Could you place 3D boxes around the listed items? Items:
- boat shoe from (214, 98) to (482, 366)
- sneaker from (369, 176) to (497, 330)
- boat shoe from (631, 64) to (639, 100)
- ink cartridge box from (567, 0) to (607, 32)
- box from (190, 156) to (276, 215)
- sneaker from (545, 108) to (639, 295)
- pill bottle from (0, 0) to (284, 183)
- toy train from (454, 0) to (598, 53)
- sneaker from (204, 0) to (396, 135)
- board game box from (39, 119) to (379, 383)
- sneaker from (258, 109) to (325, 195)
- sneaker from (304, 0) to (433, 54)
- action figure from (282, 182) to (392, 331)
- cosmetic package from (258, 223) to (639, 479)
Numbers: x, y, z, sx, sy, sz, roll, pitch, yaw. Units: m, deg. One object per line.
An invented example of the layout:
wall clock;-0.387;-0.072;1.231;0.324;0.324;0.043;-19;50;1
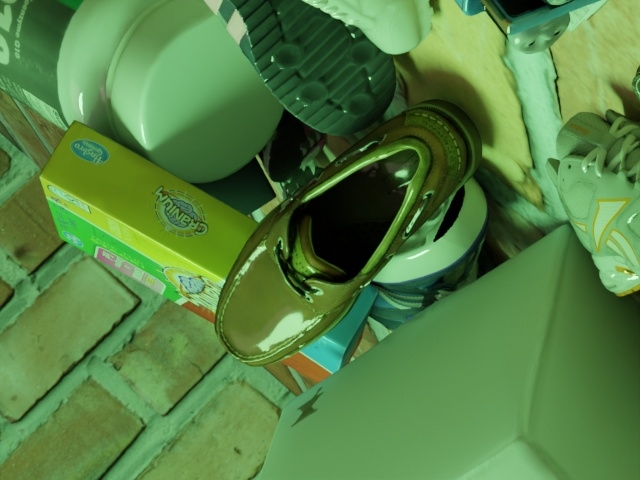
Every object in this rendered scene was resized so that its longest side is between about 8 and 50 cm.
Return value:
boat shoe;0.000;0.000;1.635;0.111;0.307;0.104;44;-152;6
sneaker;0.126;0.028;1.824;0.236;0.130;0.323;33;165;-22
boat shoe;0.225;-0.074;1.123;0.066;0.066;0.183;49;169;-22
ink cartridge box;0.149;-0.165;1.170;0.063;0.029;0.115;45;171;1
box;-0.147;-0.118;2.094;0.153;0.108;0.207;60;180;-35
sneaker;0.206;-0.035;1.287;0.121;0.099;0.262;50;168;-1
pill bottle;-0.203;-0.197;1.914;0.361;0.204;0.204;30;162;43
toy train;0.089;-0.182;1.101;0.184;0.080;0.105;57;163;31
sneaker;-0.049;-0.224;1.582;0.319;0.112;0.131;52;-172;-31
board game box;-0.104;0.020;1.860;0.316;0.064;0.242;29;167;5
sneaker;-0.044;-0.101;2.068;0.077;0.072;0.178;52;167;19
sneaker;0.004;-0.203;1.409;0.090;0.095;0.235;34;166;41
action figure;0.057;0.046;2.049;0.285;0.099;0.185;47;-152;-11
cosmetic package;0.180;0.275;1.608;0.394;0.329;0.327;47;-152;-15
